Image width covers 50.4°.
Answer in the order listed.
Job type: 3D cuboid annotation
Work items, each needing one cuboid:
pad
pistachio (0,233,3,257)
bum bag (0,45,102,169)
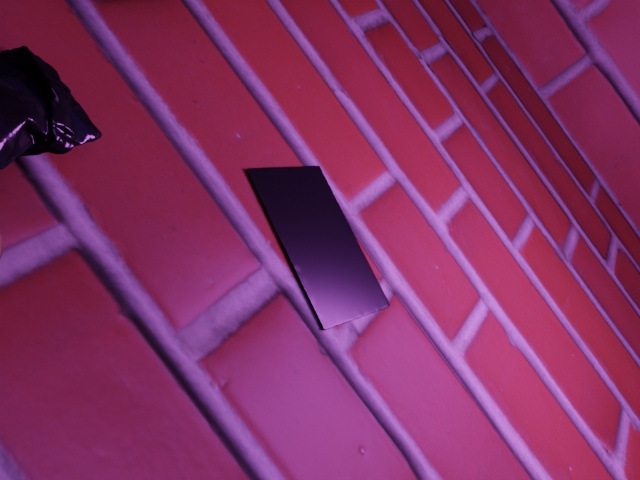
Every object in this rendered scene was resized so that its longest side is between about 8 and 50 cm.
[{"bbox_3d":[0.000,0.000,0.966,0.170,0.006,0.246,-11,71,-53],"label":"pad"},{"bbox_3d":[-0.333,0.030,0.452,0.229,0.157,0.157,-3,64,-40],"label":"pistachio"},{"bbox_3d":[-0.319,-0.108,0.630,0.137,0.074,0.310,39,32,-2],"label":"bum bag"}]
